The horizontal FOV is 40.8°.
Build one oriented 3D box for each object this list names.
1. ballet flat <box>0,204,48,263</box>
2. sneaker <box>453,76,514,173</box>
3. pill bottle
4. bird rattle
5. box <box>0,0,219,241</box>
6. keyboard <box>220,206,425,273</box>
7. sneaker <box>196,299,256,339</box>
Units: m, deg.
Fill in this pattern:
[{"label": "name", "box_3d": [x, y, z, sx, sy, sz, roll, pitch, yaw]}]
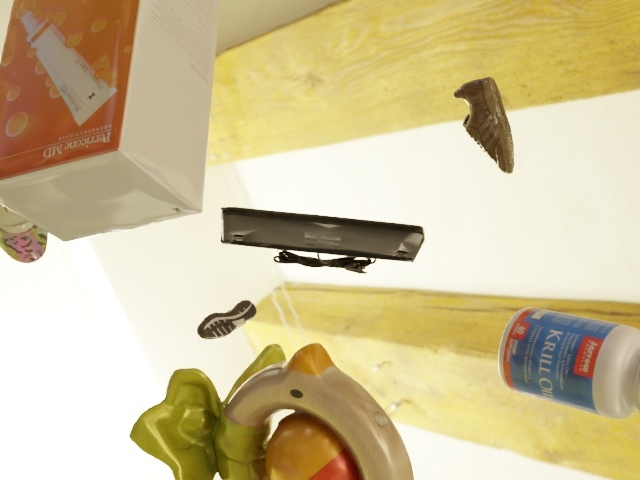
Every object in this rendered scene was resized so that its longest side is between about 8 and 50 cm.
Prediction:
[{"label": "ballet flat", "box_3d": [-0.408, -0.079, 1.123, 0.079, 0.076, 0.222, -16, -92, 64]}, {"label": "sneaker", "box_3d": [0.283, -0.194, 1.476, 0.071, 0.066, 0.188, -8, -55, 23]}, {"label": "pill bottle", "box_3d": [0.360, 0.166, 1.145, 0.221, 0.124, 0.124, 8, -57, 43]}, {"label": "bird rattle", "box_3d": [-0.019, 0.190, 0.645, 0.207, 0.143, 0.254, -45, -113, 37]}, {"label": "box", "box_3d": [-0.267, -0.199, 1.082, 0.215, 0.345, 0.168, -11, -28, 23]}, {"label": "keyboard", "box_3d": [0.000, 0.000, 1.366, 0.201, 0.317, 0.033, 105, -9, -65]}, {"label": "sneaker", "box_3d": [-0.142, 0.125, 1.278, 0.044, 0.109, 0.040, -42, -105, 42]}]
